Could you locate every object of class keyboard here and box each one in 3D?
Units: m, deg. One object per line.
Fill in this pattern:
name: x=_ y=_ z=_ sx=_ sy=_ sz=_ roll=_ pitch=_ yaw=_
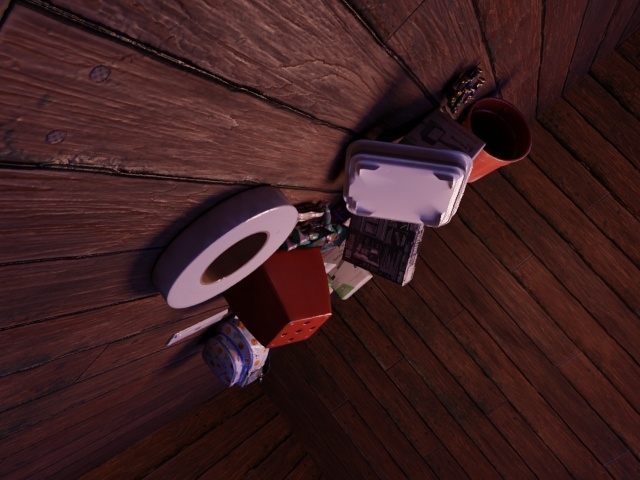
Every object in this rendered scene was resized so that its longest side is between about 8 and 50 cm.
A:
keyboard: x=-0.434 y=0.307 z=1.769 sx=0.072 sy=0.014 sz=0.256 roll=-42 pitch=168 yaw=35

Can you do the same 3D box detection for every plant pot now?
plant pot: x=0.624 y=-0.371 z=1.939 sx=0.272 sy=0.272 sz=0.265 roll=-34 pitch=175 yaw=-24
plant pot: x=-0.119 y=0.198 z=1.625 sx=0.267 sy=0.236 sz=0.267 roll=-5 pitch=148 yaw=-40

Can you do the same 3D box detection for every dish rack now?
dish rack: x=0.225 y=-0.138 z=1.363 sx=0.286 sy=0.332 sz=0.072 roll=91 pitch=10 yaw=-56

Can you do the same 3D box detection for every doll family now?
doll family: x=0.430 y=-0.445 z=1.492 sx=0.193 sy=0.076 sz=0.111 roll=-34 pitch=162 yaw=-37

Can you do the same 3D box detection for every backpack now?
backpack: x=-0.333 y=0.429 z=1.979 sx=0.213 sy=0.276 sz=0.263 roll=-24 pitch=148 yaw=-54

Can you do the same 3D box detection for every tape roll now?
tape roll: x=-0.225 y=0.019 z=1.222 sx=0.392 sy=0.072 sz=0.392 roll=-38 pitch=167 yaw=-10

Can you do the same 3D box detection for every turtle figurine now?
turtle figurine: x=-0.008 y=-0.034 z=1.587 sx=0.234 sy=0.118 sz=0.175 roll=-22 pitch=159 yaw=-38

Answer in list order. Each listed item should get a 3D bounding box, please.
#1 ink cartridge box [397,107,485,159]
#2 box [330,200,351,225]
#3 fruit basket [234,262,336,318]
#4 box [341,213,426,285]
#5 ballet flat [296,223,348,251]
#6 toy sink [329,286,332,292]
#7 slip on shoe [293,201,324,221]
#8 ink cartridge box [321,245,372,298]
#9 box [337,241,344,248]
ink cartridge box: x=0.345 y=-0.256 z=1.509 sx=0.273 sy=0.198 sz=0.115 roll=-45 pitch=170 yaw=-34
box: x=0.159 y=-0.136 z=1.822 sx=0.293 sy=0.057 sz=0.201 roll=-36 pitch=166 yaw=-18
fruit basket: x=-0.137 y=0.186 z=1.961 sx=0.353 sy=0.165 sz=0.327 roll=15 pitch=121 yaw=-50
box: x=0.215 y=-0.036 z=1.638 sx=0.076 sy=0.242 sz=0.308 roll=-22 pitch=128 yaw=-54
ballet flat: x=0.000 y=0.000 z=1.769 sx=0.247 sy=0.083 sz=0.087 roll=-34 pitch=-160 yaw=21
toy sink: x=-0.038 y=0.250 z=2.432 sx=0.234 sy=0.131 sz=0.153 roll=-31 pitch=166 yaw=-35
slip on shoe: x=-0.042 y=-0.079 z=1.449 sx=0.135 sy=0.051 sz=0.041 roll=-15 pitch=148 yaw=-55
ink cartridge box: x=0.095 y=0.125 z=2.183 sx=0.160 sy=0.219 sz=0.092 roll=-43 pitch=164 yaw=11
box: x=0.102 y=-0.033 z=2.025 sx=0.059 sy=0.054 sz=0.169 roll=-34 pitch=166 yaw=-25
